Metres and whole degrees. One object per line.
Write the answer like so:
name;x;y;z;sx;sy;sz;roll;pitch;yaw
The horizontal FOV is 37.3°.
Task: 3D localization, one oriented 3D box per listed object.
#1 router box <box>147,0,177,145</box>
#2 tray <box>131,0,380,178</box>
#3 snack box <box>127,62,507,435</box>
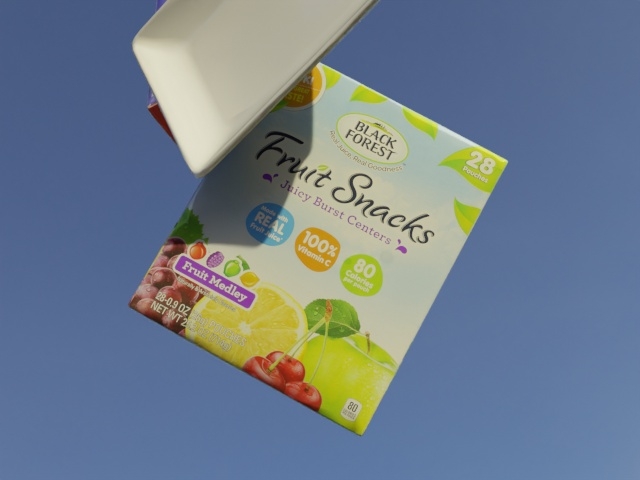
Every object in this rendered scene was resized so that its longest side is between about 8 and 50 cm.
router box;-0.055;-0.139;1.002;0.082;0.335;0.301;-27;-53;15
tray;-0.006;-0.171;0.599;0.270;0.145;0.030;-42;-37;19
snack box;0.000;0.000;0.640;0.207;0.174;0.070;-61;-6;-10
